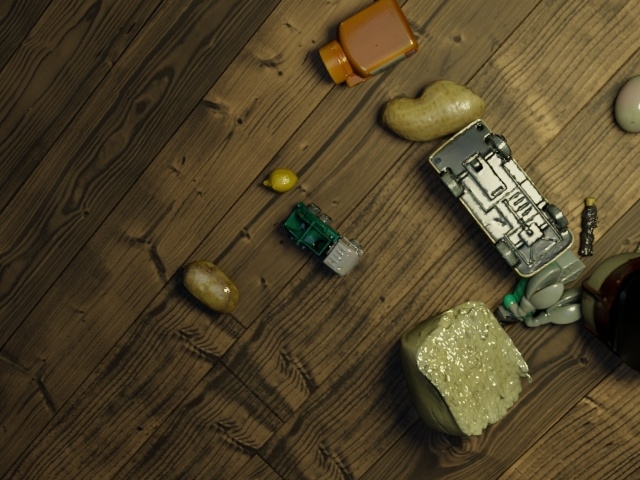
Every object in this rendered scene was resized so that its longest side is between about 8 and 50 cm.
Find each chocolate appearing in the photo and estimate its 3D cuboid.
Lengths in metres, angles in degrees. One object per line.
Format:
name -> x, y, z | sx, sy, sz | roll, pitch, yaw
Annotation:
chocolate -> 0.720, 0.149, 1.696 | 0.283, 0.186, 0.284 | -6, 105, -24

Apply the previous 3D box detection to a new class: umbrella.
umbrella -> 0.652, -0.032, 1.784 | 0.040, 0.037, 0.144 | 6, 100, 24

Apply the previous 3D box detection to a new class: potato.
potato -> -0.294, 0.122, 1.967 | 0.170, 0.080, 0.107 | 36, 109, 9

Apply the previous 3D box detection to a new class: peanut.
peanut -> 0.271, -0.313, 1.790 | 0.253, 0.122, 0.137 | -16, 84, 17

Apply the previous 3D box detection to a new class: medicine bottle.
medicine bottle -> 0.114, -0.481, 1.803 | 0.222, 0.112, 0.149 | -27, 91, 13

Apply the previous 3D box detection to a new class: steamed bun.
steamed bun -> 0.304, 0.318, 1.754 | 0.273, 0.272, 0.291 | -23, 85, 43

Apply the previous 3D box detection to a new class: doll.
doll -> 0.545, 0.144, 1.786 | 0.153, 0.194, 0.258 | 57, 135, 35

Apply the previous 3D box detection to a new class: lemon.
lemon -> -0.103, -0.154, 1.907 | 0.092, 0.065, 0.065 | -11, 94, 3

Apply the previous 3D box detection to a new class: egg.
egg -> 0.737, -0.316, 1.702 | 0.103, 0.103, 0.135 | 14, 96, 9

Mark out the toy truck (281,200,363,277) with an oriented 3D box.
toy truck -> 0.000, 0.000, 1.876 | 0.216, 0.116, 0.110 | 40, 102, 5

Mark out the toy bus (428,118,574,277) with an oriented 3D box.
toy bus -> 0.425, -0.096, 1.741 | 0.177, 0.202, 0.365 | -37, 85, 6

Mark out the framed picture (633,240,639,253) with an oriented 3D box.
framed picture -> 0.920, -0.046, 1.738 | 0.232, 0.024, 0.315 | 27, 100, 7
